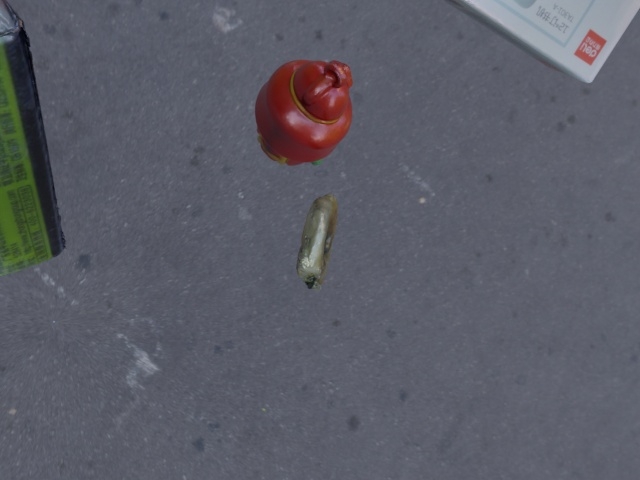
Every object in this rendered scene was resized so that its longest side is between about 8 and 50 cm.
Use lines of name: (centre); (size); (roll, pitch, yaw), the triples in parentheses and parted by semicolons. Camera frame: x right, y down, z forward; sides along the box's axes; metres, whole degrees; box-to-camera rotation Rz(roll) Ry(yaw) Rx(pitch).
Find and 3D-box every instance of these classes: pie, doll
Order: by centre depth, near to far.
doll: (-0.032, -0.241, 1.151); (0.160, 0.363, 0.183); (-39, 94, -24)
pie: (-0.003, -0.001, 1.211); (0.052, 0.218, 0.185); (10, 75, 8)

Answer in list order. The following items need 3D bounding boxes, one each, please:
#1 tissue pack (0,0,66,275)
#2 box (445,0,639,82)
tissue pack: (-0.395, -0.167, 0.659); (0.124, 0.394, 0.288); (-24, 70, -27)
box: (0.210, -0.280, 0.623); (0.269, 0.079, 0.135); (20, 110, -27)
